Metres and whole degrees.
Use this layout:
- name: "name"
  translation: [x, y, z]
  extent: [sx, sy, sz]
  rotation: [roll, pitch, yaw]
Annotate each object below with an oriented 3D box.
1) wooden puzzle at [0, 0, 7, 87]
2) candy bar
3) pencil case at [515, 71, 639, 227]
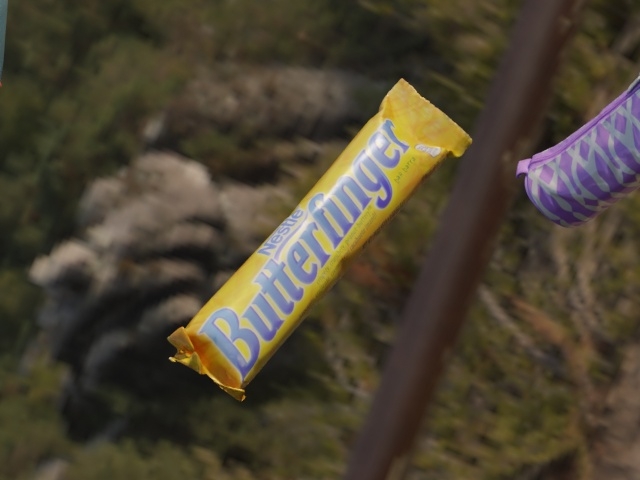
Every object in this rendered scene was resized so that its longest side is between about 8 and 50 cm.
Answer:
- name: "wooden puzzle"
  translation: [-0.189, -0.155, 0.879]
  extent: [0.044, 0.239, 0.221]
  rotation: [4, 91, 15]
- name: "candy bar"
  translation: [0.000, 0.000, 0.766]
  extent: [0.161, 0.040, 0.018]
  rotation: [-48, -5, -27]
- name: "pencil case"
  translation: [0.276, -0.090, 1.781]
  extent: [0.206, 0.088, 0.086]
  rotation: [-42, 25, 43]
